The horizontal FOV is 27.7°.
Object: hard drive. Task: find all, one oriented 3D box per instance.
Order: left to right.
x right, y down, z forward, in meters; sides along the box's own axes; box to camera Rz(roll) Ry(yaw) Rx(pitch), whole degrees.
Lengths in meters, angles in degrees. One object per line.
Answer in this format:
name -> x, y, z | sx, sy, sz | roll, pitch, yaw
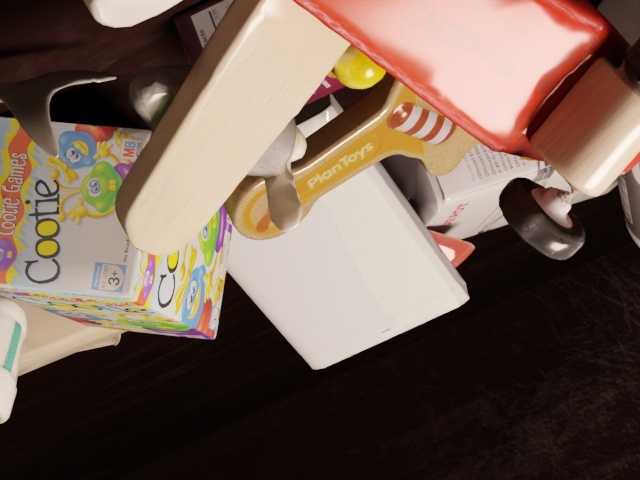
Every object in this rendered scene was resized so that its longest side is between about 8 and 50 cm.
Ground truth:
hard drive -> 0.000, 0.000, 1.388 | 0.203, 0.040, 0.307 | -26, 127, 17

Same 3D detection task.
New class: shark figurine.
shark figurine -> -0.299, -0.065, 1.016 | 0.278, 0.166, 0.116 | -48, -177, 23

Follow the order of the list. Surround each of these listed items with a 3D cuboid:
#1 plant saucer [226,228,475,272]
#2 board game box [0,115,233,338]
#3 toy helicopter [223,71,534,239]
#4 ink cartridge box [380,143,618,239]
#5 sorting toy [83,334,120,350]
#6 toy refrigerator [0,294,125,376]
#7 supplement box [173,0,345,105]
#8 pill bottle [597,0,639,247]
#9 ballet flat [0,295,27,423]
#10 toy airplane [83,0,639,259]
plant saucer -> 0.010, 0.021, 1.529 | 0.258, 0.047, 0.259 | 17, 159, -18
board game box -> -0.183, -0.002, 1.168 | 0.142, 0.144, 0.275 | 6, 171, 11
toy helicopter -> 0.062, -0.122, 1.181 | 0.355, 0.140, 0.235 | -33, 144, -1
ink cartridge box -> 0.227, -0.105, 1.535 | 0.308, 0.129, 0.223 | -17, 167, -17
sorting toy -> -0.304, 0.114, 1.748 | 0.083, 0.045, 0.075 | -9, 154, -41
toy refrigerator -> -0.359, 0.100, 1.472 | 0.270, 0.102, 0.094 | -23, 166, 2
supplement box -> -0.006, -0.169, 1.034 | 0.188, 0.080, 0.104 | -24, 166, 11
pill bottle -> 0.408, -0.094, 1.351 | 0.204, 0.204, 0.361 | -22, 128, 0
ballet flat -> -0.423, 0.093, 1.214 | 0.400, 0.139, 0.139 | 3, -179, 32
toy airplane -> 0.033, -0.179, 0.786 | 0.386, 0.272, 0.384 | -13, 128, -3
